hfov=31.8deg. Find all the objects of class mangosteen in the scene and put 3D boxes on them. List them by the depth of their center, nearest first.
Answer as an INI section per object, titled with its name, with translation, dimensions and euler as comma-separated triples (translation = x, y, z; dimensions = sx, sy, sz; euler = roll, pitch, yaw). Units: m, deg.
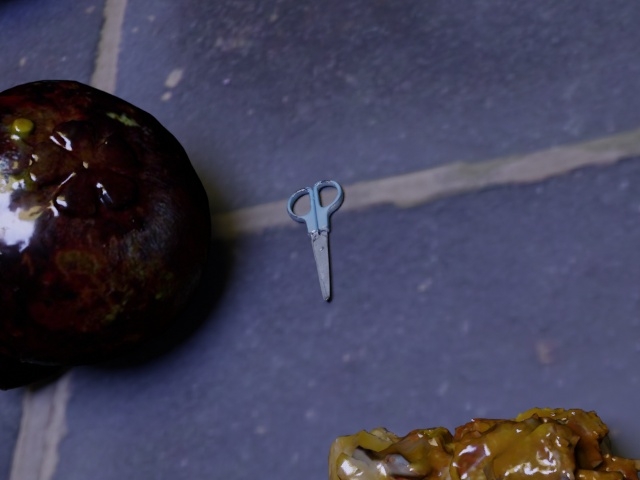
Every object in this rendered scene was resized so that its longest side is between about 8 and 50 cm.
[mangosteen]
translation = -0.149, 0.001, 0.642
dimensions = 0.172, 0.184, 0.172
euler = 15, 41, -13

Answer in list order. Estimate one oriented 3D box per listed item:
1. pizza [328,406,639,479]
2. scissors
[pizza]
translation = 0.120, 0.151, 0.441
dimensions = 0.305, 0.085, 0.161
euler = 27, 74, 36
[scissors]
translation = 0.000, 0.000, 0.650
dimensions = 0.036, 0.006, 0.083
euler = -18, 53, 14
